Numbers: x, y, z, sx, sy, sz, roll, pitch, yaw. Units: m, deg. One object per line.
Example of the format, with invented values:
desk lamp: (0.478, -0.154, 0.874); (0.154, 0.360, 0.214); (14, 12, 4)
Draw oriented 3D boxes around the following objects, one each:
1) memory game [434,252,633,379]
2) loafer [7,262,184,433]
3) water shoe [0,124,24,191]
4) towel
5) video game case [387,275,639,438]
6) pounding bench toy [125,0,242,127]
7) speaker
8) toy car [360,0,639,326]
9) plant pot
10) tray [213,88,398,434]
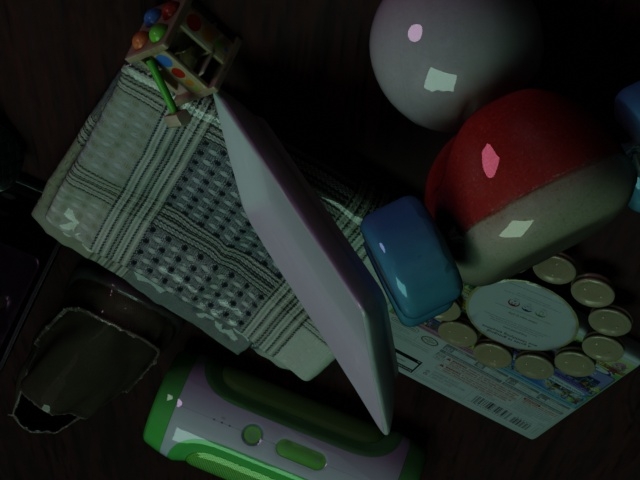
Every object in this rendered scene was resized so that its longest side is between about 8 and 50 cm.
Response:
memory game: (0.175, 0.061, 1.275); (0.186, 0.012, 0.186); (13, 143, 10)
loafer: (-0.254, 0.139, 1.639); (0.134, 0.130, 0.366); (28, 151, -9)
water shoe: (-0.347, -0.111, 1.339); (0.080, 0.073, 0.203); (9, 148, 28)
towel: (-0.089, -0.004, 1.323); (0.312, 0.056, 0.324); (31, 146, -9)
video game case: (0.156, 0.095, 1.360); (0.212, 0.023, 0.193); (28, 144, -9)
pounding bench toy: (-0.111, -0.134, 1.119); (0.065, 0.083, 0.052); (40, 148, -30)
speaker: (-0.039, 0.226, 1.642); (0.297, 0.131, 0.131); (22, 152, 1)
toy car: (0.102, -0.097, 0.979); (0.238, 0.219, 0.210); (64, 180, 7)
plant pot: (-0.363, 0.030, 1.498); (0.188, 0.187, 0.167); (23, 165, 0)
tray: (-0.007, 0.006, 1.106); (0.270, 0.030, 0.145); (56, 166, 41)
